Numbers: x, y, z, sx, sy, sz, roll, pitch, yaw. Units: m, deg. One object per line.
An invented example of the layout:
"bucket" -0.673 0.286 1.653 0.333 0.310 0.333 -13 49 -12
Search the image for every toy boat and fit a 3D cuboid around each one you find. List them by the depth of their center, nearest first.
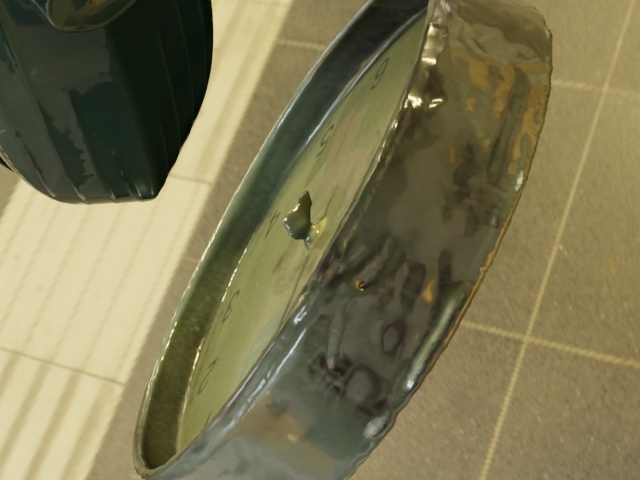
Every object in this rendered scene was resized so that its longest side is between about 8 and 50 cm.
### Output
"toy boat" -0.087 -0.077 0.397 0.093 0.246 0.103 -35 71 -13

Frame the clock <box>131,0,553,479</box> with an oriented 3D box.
"clock" 0.000 0.000 0.558 0.055 0.280 0.280 29 72 -13
